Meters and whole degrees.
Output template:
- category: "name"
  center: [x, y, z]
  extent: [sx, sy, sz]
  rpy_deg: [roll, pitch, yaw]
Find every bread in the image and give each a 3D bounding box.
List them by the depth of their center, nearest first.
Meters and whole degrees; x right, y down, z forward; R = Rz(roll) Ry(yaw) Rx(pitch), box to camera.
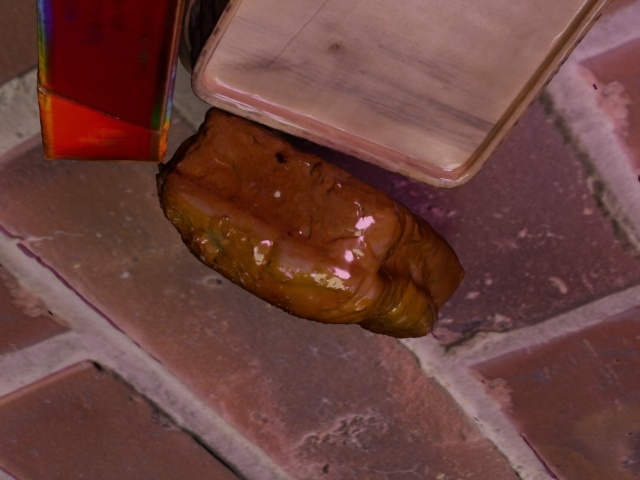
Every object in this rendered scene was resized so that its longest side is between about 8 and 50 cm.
- category: "bread"
  center: [0.000, 0.000, 1.047]
  extent: [0.185, 0.109, 0.380]
  rpy_deg: [27, 180, 16]

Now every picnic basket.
- category: "picnic basket"
  center: [0.062, -0.215, 0.876]
  extent: [0.228, 0.175, 0.313]
  rpy_deg: [19, 128, -22]

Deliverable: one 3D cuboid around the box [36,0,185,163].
- category: "box"
  center: [-0.119, -0.203, 0.793]
  extent: [0.089, 0.197, 0.313]
  rpy_deg: [3, 155, -9]
